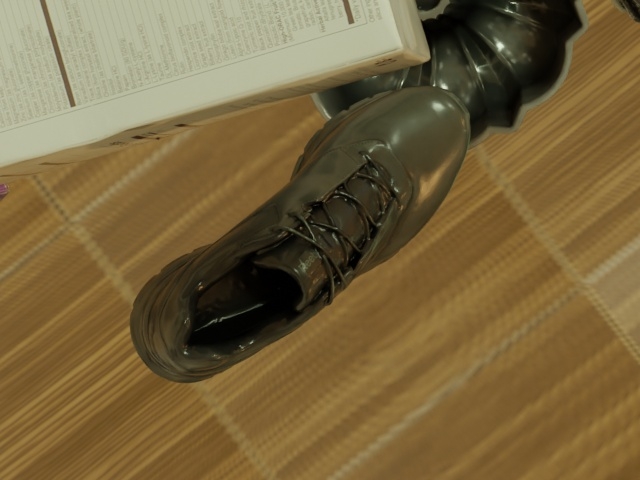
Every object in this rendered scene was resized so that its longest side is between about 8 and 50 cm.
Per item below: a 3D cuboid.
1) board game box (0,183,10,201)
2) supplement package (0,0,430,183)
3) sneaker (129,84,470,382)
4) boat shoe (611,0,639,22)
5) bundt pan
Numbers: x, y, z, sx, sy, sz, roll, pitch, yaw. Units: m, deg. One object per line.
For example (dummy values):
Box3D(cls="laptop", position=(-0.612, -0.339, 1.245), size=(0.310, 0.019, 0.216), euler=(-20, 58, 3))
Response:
Box3D(cls="board game box", position=(-0.396, -0.088, 1.077), size=(0.347, 0.056, 0.208), euler=(-13, 83, -19))
Box3D(cls="supplement package", position=(-0.091, -0.111, 0.732), size=(0.244, 0.134, 0.139), euler=(-15, 92, 10))
Box3D(cls="sneaker", position=(0.000, 0.000, 1.143), size=(0.286, 0.130, 0.109), euler=(-43, 99, -9))
Box3D(cls="boat shoe", position=(0.253, -0.202, 1.211), size=(0.301, 0.108, 0.102), euler=(26, 88, -1))
Box3D(cls="bundt pan", position=(0.113, -0.258, 1.708), size=(0.331, 0.124, 0.331), euler=(3, 104, 11))
